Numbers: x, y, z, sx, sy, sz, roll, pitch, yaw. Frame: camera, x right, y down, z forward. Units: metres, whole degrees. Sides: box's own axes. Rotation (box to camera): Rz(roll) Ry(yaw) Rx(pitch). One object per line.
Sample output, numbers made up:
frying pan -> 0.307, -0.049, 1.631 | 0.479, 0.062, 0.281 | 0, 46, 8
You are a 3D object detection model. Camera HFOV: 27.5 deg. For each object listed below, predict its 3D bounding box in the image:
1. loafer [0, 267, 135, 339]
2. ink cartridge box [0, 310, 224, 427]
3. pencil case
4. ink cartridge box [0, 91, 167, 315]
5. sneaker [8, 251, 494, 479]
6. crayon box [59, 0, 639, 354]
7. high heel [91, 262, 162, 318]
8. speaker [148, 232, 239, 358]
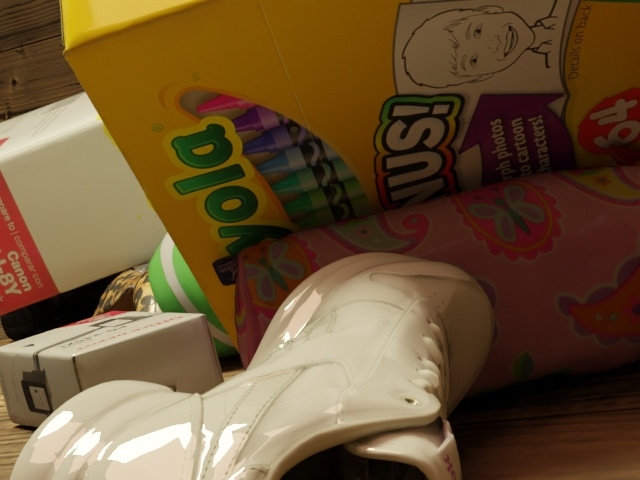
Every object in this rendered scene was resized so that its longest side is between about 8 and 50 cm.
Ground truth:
loafer -> -0.291, 0.053, 1.534 | 0.076, 0.078, 0.223 | -9, 7, 29
ink cartridge box -> -0.156, 0.095, 0.958 | 0.109, 0.063, 0.150 | -17, 7, -34
pencil case -> 0.088, 0.033, 0.762 | 0.284, 0.124, 0.124 | -14, 6, -1
ink cartridge box -> -0.184, -0.086, 1.384 | 0.385, 0.160, 0.279 | -20, 15, 8
sneaker -> 0.015, 0.091, 0.566 | 0.152, 0.114, 0.305 | 8, 22, 34
crayon box -> 0.054, -0.074, 0.793 | 0.313, 0.106, 0.363 | -19, -37, 3
high heel -> -0.161, 0.083, 1.167 | 0.186, 0.093, 0.261 | -37, 13, 20
speaker -> 0.004, -0.033, 1.015 | 0.296, 0.131, 0.131 | -39, -5, 24
